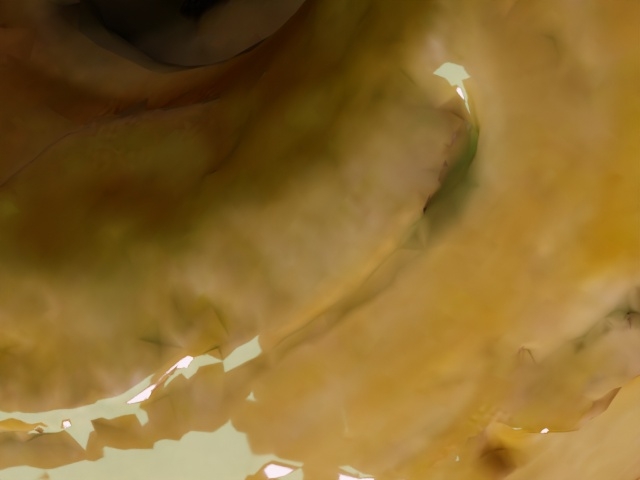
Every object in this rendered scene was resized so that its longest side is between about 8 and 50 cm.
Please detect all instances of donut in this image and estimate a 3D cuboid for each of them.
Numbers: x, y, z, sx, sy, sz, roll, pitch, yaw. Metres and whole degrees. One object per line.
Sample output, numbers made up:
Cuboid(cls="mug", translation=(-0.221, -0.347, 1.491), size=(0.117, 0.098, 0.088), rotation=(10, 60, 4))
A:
Cuboid(cls="donut", translation=(-0.023, -0.089, 0.468), size=(0.449, 0.448, 0.198), rotation=(32, -167, 18))
